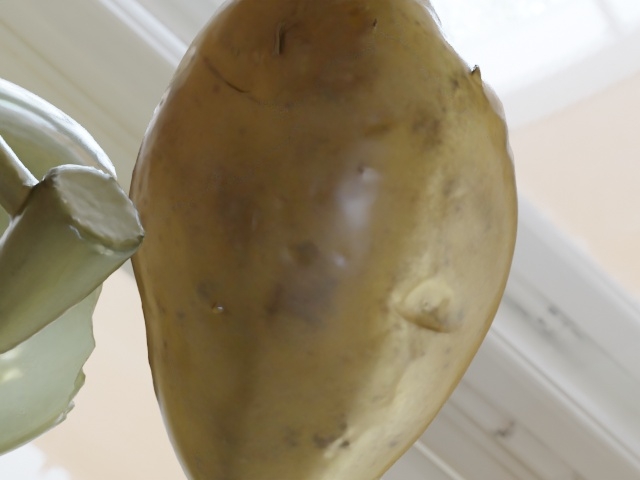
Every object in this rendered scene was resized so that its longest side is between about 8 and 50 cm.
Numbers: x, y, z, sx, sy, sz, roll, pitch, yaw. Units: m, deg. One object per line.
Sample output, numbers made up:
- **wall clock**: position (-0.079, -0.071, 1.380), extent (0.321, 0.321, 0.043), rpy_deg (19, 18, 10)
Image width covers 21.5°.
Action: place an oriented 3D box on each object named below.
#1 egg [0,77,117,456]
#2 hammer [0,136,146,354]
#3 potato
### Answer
- **egg**: position (-0.302, 0.018, 1.074), extent (0.278, 0.336, 0.278), rpy_deg (-178, -90, -73)
- **hammer**: position (-0.122, -0.059, 0.432), extent (0.060, 0.195, 0.028), rpy_deg (-39, 175, 31)
- **potato**: position (0.005, 0.001, 0.685), extent (0.161, 0.235, 0.128), rpy_deg (-6, -176, 22)
